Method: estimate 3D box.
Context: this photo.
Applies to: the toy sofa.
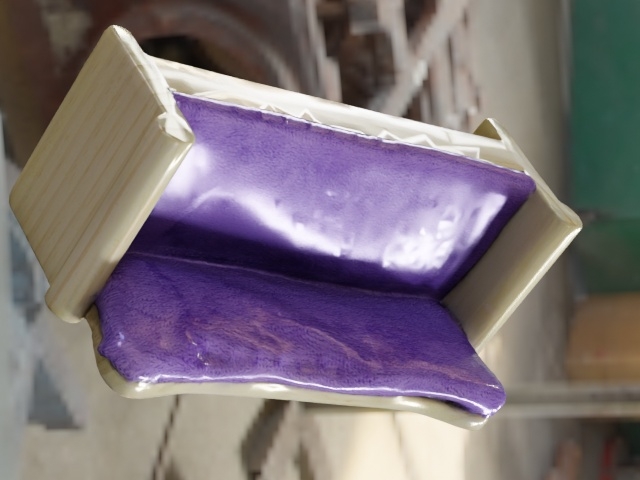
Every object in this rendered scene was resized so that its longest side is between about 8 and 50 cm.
[{"bbox_3d":[0.000,0.000,1.226,0.362,0.150,0.177,10,36,-40],"label":"toy sofa"}]
